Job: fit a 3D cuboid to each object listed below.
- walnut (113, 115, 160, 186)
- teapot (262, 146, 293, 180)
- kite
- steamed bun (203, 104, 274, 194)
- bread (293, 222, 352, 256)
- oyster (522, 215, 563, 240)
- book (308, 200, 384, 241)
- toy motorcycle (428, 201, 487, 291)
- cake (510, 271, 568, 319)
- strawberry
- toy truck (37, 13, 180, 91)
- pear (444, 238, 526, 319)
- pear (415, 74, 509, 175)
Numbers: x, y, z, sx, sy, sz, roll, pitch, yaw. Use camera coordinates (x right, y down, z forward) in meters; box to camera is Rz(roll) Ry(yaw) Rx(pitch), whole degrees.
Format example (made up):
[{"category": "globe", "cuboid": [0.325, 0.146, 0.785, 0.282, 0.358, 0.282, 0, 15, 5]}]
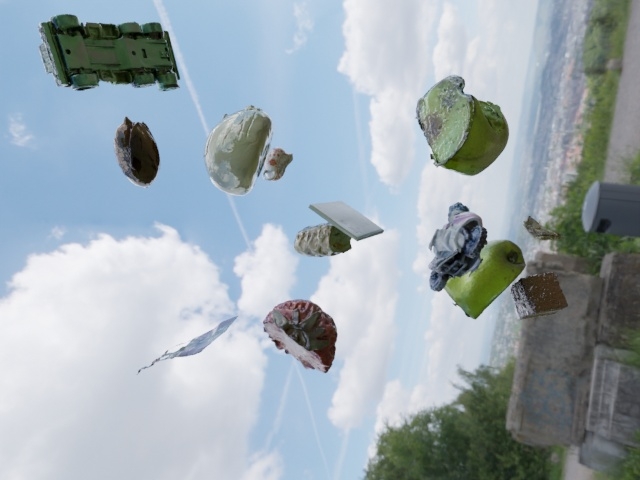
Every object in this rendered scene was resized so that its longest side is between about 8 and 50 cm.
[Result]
[{"category": "walnut", "cuboid": [-0.597, -0.281, 1.427, 0.137, 0.137, 0.245, -57, -28, -44]}, {"category": "teapot", "cuboid": [-0.212, -0.350, 2.052, 0.159, 0.116, 0.245, 107, -177, -50]}, {"category": "kite", "cuboid": [-0.396, 0.312, 1.276, 0.022, 0.360, 0.204, 59, -153, -6]}, {"category": "steamed bun", "cuboid": [-0.333, -0.346, 1.706, 0.312, 0.233, 0.333, -75, 6, -48]}, {"category": "bread", "cuboid": [0.000, 0.000, 1.735, 0.152, 0.268, 0.129, -35, -74, -35]}, {"category": "oyster", "cuboid": [0.512, -0.020, 1.016, 0.051, 0.093, 0.034, -34, -29, -41]}, {"category": "book", "cuboid": [0.097, -0.073, 1.536, 0.025, 0.215, 0.283, -60, -19, 18]}, {"category": "toy motorcycle", "cuboid": [0.338, 0.000, 1.095, 0.239, 0.108, 0.204, -42, 30, 47]}, {"category": "cake", "cuboid": [0.751, 0.198, 1.526, 0.147, 0.135, 0.135, 72, -172, -64]}, {"category": "strawberry", "cuboid": [-0.053, 0.306, 1.450, 0.149, 0.265, 0.336, -53, -11, -26]}, {"category": "toy truck", "cuboid": [-0.410, -0.347, 0.853, 0.259, 0.135, 0.128, -35, -62, -56]}, {"category": "pear", "cuboid": [0.576, 0.111, 1.542, 0.282, 0.176, 0.286, -49, -16, 17]}, {"category": "pear", "cuboid": [0.397, -0.273, 1.136, 0.255, 0.164, 0.238, 18, -133, -32]}]
